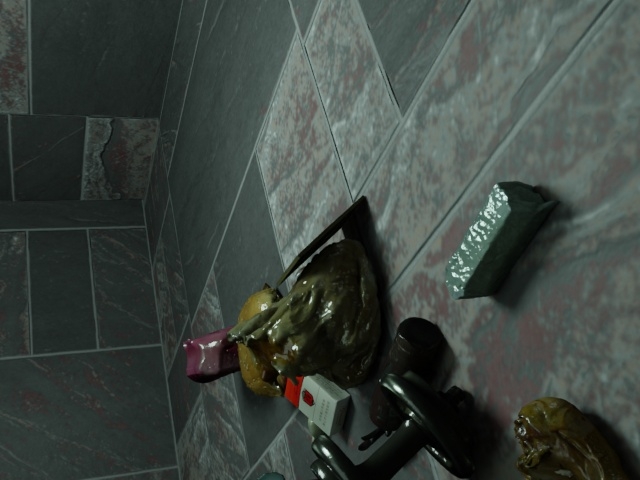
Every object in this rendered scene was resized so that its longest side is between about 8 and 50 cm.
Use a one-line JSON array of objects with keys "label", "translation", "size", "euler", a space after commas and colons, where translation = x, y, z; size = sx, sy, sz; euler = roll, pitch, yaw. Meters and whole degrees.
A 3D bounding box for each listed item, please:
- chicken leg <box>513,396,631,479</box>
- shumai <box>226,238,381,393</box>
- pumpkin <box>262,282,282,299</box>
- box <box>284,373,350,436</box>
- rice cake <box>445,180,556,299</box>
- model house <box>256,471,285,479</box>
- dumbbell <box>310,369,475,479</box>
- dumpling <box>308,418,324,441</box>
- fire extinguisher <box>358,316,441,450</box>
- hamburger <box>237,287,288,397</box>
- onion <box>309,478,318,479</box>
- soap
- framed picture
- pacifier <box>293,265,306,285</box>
[{"label": "chicken leg", "translation": [0.293, 0.262, 0.821], "size": [0.207, 0.101, 0.085], "euler": [45, 164, 47]}, {"label": "shumai", "translation": [-0.040, 0.144, 1.401], "size": [0.267, 0.262, 0.314], "euler": [-129, 44, -54]}, {"label": "pumpkin", "translation": [-0.125, 0.169, 1.909], "size": [0.073, 0.035, 0.101], "euler": [43, 129, 45]}, {"label": "box", "translation": [-0.009, 0.331, 1.556], "size": [0.152, 0.048, 0.100], "euler": [36, 125, 39]}, {"label": "rice cake", "translation": [0.230, 0.004, 0.972], "size": [0.207, 0.069, 0.063], "euler": [109, 150, -44]}, {"label": "model house", "translation": [-0.107, 0.757, 1.728], "size": [0.295, 0.251, 0.329], "euler": [49, 165, 24]}, {"label": "dumbbell", "translation": [0.106, 0.320, 1.073], "size": [0.192, 0.290, 0.192], "euler": [47, 166, 15]}, {"label": "dumpling", "translation": [-0.007, 0.407, 1.629], "size": [0.059, 0.043, 0.077], "euler": [-115, 11, -77]}, {"label": "fire extinguisher", "translation": [0.124, 0.251, 1.226], "size": [0.072, 0.089, 0.268], "euler": [39, 132, 30]}, {"label": "hamburger", "translation": [-0.113, 0.245, 1.744], "size": [0.283, 0.144, 0.260], "euler": [-41, 51, 56]}, {"label": "onion", "translation": [0.028, 0.587, 1.328], "size": [0.313, 0.232, 0.314], "euler": [2, 93, 35]}, {"label": "soap", "translation": [-0.267, 0.315, 2.041], "size": [0.325, 0.220, 0.128], "euler": [-37, 67, 63]}, {"label": "framed picture", "translation": [0.000, 0.000, 1.407], "size": [0.010, 0.201, 0.136], "euler": [44, 147, 5]}, {"label": "pacifier", "translation": [-0.019, 0.094, 1.615], "size": [0.078, 0.081, 0.099], "euler": [57, -174, -7]}]
